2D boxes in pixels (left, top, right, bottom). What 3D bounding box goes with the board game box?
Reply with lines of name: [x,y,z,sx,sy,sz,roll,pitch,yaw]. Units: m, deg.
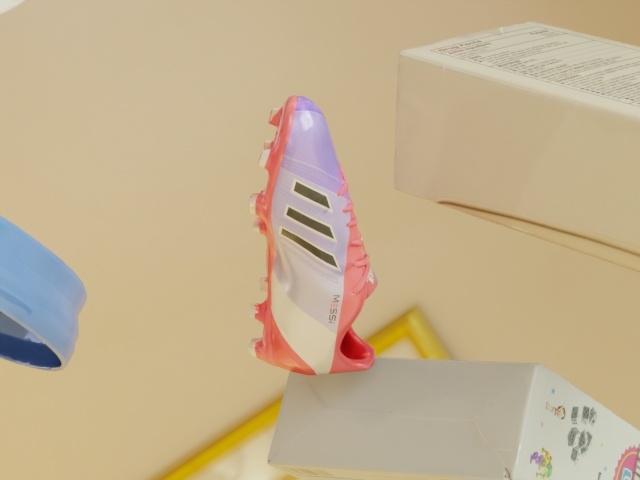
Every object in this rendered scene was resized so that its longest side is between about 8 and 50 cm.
board game box: [0.140,0.182,1.473,0.224,0.097,0.303,1,158,37]

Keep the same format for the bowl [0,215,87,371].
bowl: [-0.392,-0.002,1.688,0.077,0.391,0.391,-65,-177,-15]

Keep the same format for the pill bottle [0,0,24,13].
pill bottle: [-0.268,-0.221,1.151,0.121,0.221,0.121,-29,133,-35]

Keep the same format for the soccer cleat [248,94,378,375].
soccer cleat: [0.000,0.000,1.308,0.083,0.095,0.248,-78,174,-48]

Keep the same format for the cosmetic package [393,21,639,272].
cosmetic package: [0.216,-0.064,1.304,0.160,0.113,0.309,-17,-153,-41]
